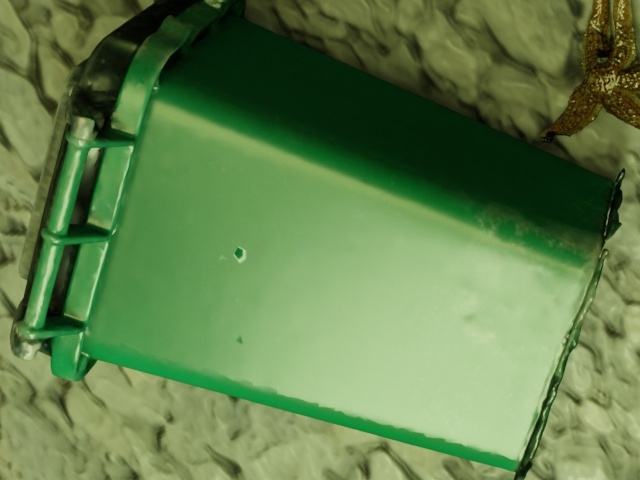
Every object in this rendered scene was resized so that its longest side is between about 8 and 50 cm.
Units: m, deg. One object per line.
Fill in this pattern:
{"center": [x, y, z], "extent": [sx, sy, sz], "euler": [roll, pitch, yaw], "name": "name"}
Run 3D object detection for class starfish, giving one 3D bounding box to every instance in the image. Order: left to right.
{"center": [0.204, -0.104, 1.331], "extent": [0.130, 0.041, 0.133], "euler": [-40, 91, 25], "name": "starfish"}

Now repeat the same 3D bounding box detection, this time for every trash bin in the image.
{"center": [0.000, 0.000, 1.301], "extent": [0.381, 0.295, 0.259], "euler": [18, 111, 6], "name": "trash bin"}
